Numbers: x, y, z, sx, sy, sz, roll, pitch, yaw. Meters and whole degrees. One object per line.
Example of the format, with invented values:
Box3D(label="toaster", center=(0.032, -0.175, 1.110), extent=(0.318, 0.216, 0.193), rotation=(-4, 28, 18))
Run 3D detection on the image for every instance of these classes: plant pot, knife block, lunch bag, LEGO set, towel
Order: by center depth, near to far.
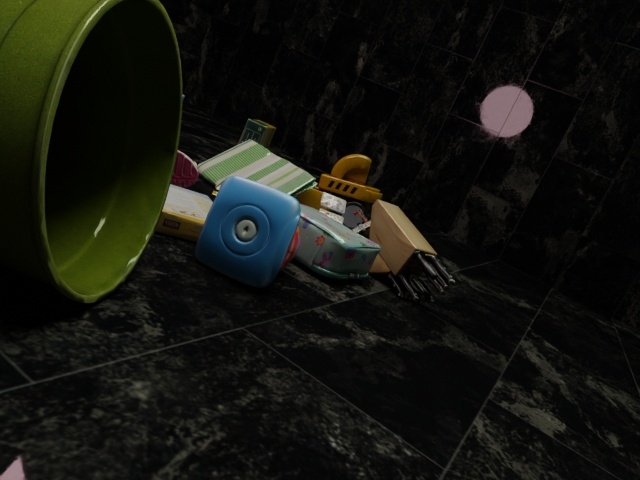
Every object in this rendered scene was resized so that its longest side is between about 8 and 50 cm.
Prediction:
Box3D(label="plant pot", center=(-0.400, -0.145, 0.651), extent=(0.352, 0.367, 0.366), rotation=(14, 12, 1))
Box3D(label="lunch bag", center=(0.000, 0.000, 1.309), extent=(0.279, 0.108, 0.224), rotation=(32, 11, 29))
Box3D(label="knife block", center=(0.236, 0.023, 1.391), extent=(0.088, 0.276, 0.242), rotation=(15, -15, -39))
Box3D(label="LEGO set", center=(0.098, -0.022, 1.592), extent=(0.244, 0.060, 0.183), rotation=(20, 54, -12))
Box3D(label="towel", center=(-0.203, -0.198, 1.658), extent=(0.324, 0.038, 0.247), rotation=(33, 51, 31))

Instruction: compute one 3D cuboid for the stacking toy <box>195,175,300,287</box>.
Box3D(label="stacking toy", center=(-0.103, 0.000, 1.075), extent=(0.165, 0.175, 0.302), rotation=(22, -3, 11))

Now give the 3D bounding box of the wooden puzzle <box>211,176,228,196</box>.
Box3D(label="wooden puzzle", center=(-0.255, -0.149, 1.544), extent=(0.078, 0.014, 0.116), rotation=(28, 41, 1))

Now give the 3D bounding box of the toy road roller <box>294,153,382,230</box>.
Box3D(label="toy road roller", center=(0.041, -0.182, 1.769), extent=(0.329, 0.241, 0.202), rotation=(17, 8, 2))

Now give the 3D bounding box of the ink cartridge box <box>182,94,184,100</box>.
Box3D(label="ink cartridge box", center=(-0.647, -0.473, 1.844), extent=(0.270, 0.198, 0.197), rotation=(33, 15, 32))

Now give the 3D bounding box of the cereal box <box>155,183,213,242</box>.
Box3D(label="cereal box", center=(-0.288, -0.061, 1.139), extent=(0.172, 0.047, 0.240), rotation=(17, 14, -33))

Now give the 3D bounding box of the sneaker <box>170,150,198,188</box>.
Box3D(label="sneaker", center=(-0.431, -0.215, 1.385), extent=(0.252, 0.103, 0.111), rotation=(23, 13, -11))

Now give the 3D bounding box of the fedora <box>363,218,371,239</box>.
Box3D(label="fedora", center=(0.192, -0.023, 1.778), extent=(0.079, 0.195, 0.194), rotation=(-10, -2, 23))

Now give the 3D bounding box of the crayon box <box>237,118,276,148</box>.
Box3D(label="crayon box", center=(-0.274, -0.387, 2.214), extent=(0.083, 0.203, 0.323), rotation=(24, 11, -2))

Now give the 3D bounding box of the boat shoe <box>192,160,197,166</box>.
Box3D(label="boat shoe", center=(-0.398, -0.206, 1.530), extent=(0.059, 0.063, 0.170), rotation=(14, 6, -32))
